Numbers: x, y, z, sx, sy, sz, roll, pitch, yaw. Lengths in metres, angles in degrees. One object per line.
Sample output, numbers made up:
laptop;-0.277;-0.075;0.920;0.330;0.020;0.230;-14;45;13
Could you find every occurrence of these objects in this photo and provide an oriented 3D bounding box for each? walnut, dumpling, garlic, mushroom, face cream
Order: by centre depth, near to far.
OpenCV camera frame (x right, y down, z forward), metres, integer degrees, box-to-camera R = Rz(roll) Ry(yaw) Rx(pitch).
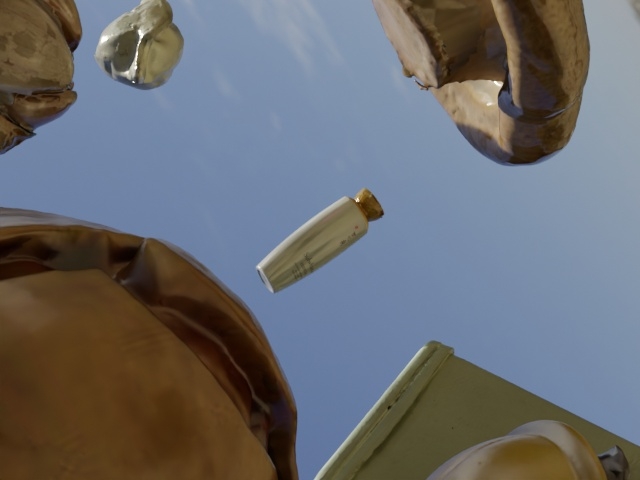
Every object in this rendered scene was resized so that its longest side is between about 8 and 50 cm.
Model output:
walnut;-0.160;0.080;0.567;0.209;0.336;0.209;-8;-79;-51
mushroom;0.124;-0.182;1.017;0.278;0.146;0.278;53;166;19
garlic;-0.331;-0.188;1.259;0.191;0.160;0.214;18;-137;-4
face cream;0.000;0.000;1.670;0.051;0.182;0.072;43;162;39
dumpling;-0.246;-0.275;1.798;0.118;0.136;0.199;27;-169;-18

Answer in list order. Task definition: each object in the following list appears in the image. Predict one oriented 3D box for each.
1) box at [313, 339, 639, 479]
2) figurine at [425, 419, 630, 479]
box;0.195;0.315;1.430;0.344;0.177;0.352;24;-147;17
figurine;0.167;0.220;0.773;0.256;0.192;0.167;19;176;11
